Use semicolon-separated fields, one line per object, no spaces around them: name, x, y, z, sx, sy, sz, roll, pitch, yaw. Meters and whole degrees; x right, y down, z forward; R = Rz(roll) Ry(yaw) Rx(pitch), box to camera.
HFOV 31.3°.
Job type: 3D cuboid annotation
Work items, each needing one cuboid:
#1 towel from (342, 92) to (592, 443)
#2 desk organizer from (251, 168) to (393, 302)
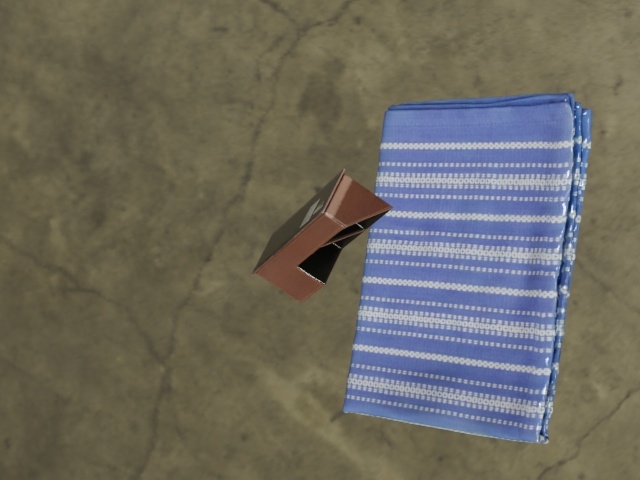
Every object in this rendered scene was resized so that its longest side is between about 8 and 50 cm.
towel;0.138;0.020;1.139;0.243;0.040;0.336;3;82;39
desk organizer;0.000;0.000;0.915;0.050;0.047;0.130;34;145;-11
